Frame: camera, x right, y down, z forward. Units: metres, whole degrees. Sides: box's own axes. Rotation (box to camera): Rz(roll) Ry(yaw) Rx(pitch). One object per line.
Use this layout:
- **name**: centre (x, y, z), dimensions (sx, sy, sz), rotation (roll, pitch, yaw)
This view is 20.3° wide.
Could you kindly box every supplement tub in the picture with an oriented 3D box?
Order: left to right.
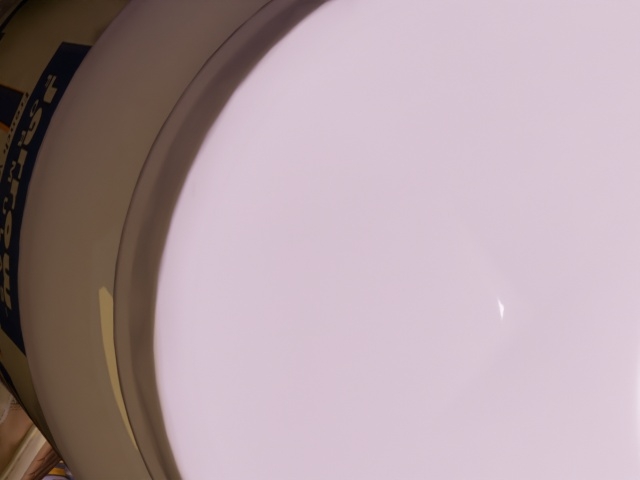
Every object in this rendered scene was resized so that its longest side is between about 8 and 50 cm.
- **supplement tub**: centre (0.000, 0.000, 0.622), dimensions (0.235, 0.235, 0.325), rotation (60, 168, -16)

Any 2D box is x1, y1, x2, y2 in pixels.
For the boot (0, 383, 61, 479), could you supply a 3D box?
- **boot**: centre (-0.169, 0.021, 0.848), dimensions (0.165, 0.077, 0.213), rotation (32, 122, 5)

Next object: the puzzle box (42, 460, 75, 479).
- **puzzle box**: centre (-0.110, 0.090, 0.942), dimensions (0.272, 0.052, 0.409), rotation (3, 120, 25)
